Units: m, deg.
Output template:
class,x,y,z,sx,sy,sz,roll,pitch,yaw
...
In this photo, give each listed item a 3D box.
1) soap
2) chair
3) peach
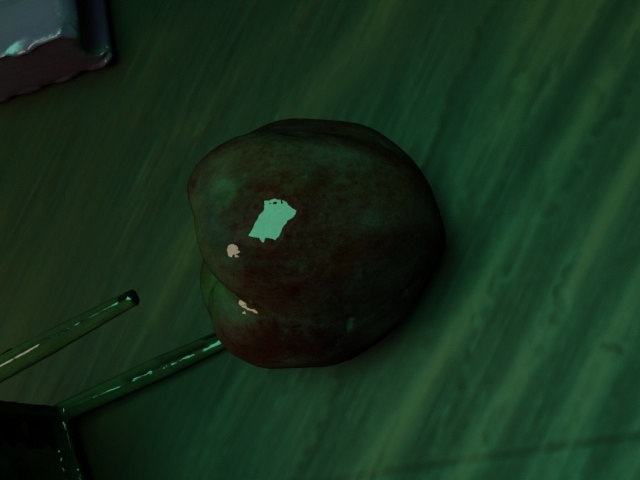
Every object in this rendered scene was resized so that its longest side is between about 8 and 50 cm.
class,x,y,z,sx,sy,sz,roll,pitch,yaw
soap,-0.230,-0.214,0.688,0.122,0.065,0.203,-16,73,16
chair,-0.165,0.166,0.531,0.272,0.166,0.188,-25,72,8
peach,0.000,0.000,0.527,0.152,0.152,0.152,-4,78,19
